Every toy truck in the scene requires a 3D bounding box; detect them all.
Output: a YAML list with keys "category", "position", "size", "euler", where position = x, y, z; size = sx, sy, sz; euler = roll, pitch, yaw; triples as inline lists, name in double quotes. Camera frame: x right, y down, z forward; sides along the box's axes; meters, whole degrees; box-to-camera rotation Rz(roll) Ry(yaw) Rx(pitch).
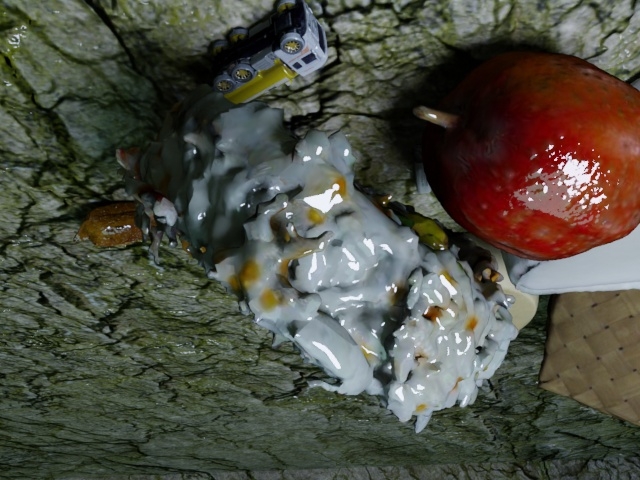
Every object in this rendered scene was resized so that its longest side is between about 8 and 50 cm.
- category: "toy truck"
  position: [-0.051, -0.168, 0.581]
  size: [0.123, 0.052, 0.063]
  euler: [-22, 150, 27]

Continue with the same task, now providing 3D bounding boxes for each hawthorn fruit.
- category: "hawthorn fruit"
  position: [0.203, -0.090, 0.617]
  size: [0.250, 0.215, 0.215]
  euler: [25, 141, -16]

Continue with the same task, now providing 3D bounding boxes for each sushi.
- category: "sushi"
  position: [-0.001, 0.000, 0.593]
  size: [0.418, 0.417, 0.175]
  euler: [27, 96, -42]
- category: "sushi"
  position: [-0.254, -0.016, 0.794]
  size: [0.118, 0.061, 0.060]
  euler: [0, 137, -12]

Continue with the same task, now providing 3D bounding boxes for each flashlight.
- category: "flashlight"
  position: [0.127, -0.088, 0.774]
  size: [0.018, 0.018, 0.083]
  euler: [-10, 149, 7]

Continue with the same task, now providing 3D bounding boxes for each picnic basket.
- category: "picnic basket"
  position: [0.541, 0.134, 0.984]
  size: [0.338, 0.337, 0.292]
  euler: [4, 105, -15]

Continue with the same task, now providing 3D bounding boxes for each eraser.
- category: "eraser"
  position: [0.367, -0.045, 0.764]
  size: [0.332, 0.149, 0.331]
  euler: [-6, 149, -4]

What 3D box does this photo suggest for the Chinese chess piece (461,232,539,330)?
- category: "Chinese chess piece"
  position: [0.214, 0.091, 1.011]
  size: [0.274, 0.102, 0.273]
  euler: [-3, 148, -2]
